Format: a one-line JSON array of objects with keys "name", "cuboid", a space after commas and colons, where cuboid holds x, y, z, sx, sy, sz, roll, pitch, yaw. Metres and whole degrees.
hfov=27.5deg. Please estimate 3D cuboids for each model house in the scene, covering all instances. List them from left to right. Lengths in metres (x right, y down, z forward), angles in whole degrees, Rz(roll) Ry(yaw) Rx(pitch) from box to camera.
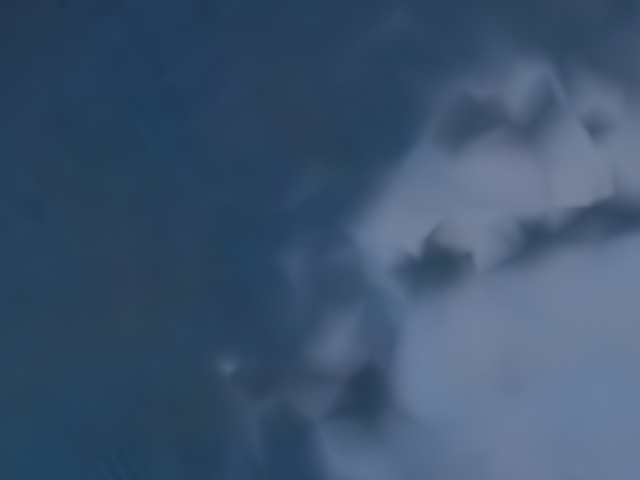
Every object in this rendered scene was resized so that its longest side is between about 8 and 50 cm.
[{"name": "model house", "cuboid": [0.000, 0.000, 0.524, 0.360, 0.297, 0.339, -34, -10, 4]}]
